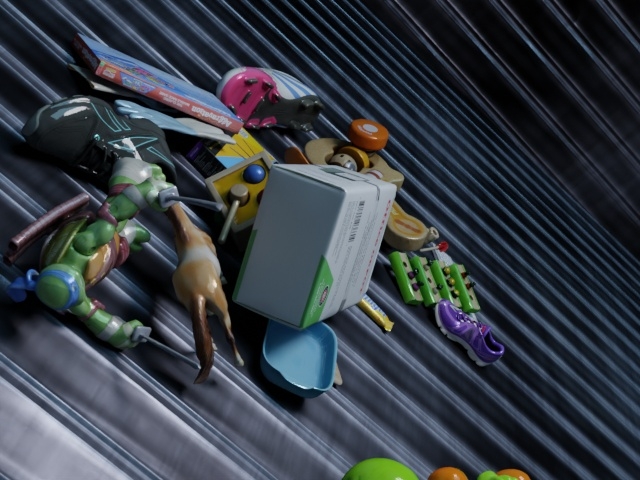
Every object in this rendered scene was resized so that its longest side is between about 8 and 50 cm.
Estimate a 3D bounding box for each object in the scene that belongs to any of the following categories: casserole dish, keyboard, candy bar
[{"bbox_3d":[-0.034,0.163,1.403,0.114,0.037,0.188,27,26,-10],"label":"casserole dish"},{"bbox_3d":[0.297,0.107,2.107,0.072,0.014,0.256,30,28,-33],"label":"keyboard"},{"bbox_3d":[0.070,0.101,1.726,0.161,0.018,0.040,45,23,-5],"label":"candy bar"}]

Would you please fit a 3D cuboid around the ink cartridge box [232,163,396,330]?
[{"bbox_3d":[0.000,0.000,1.466,0.121,0.211,0.289,20,9,16],"label":"ink cartridge box"}]

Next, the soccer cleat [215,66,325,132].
[{"bbox_3d":[-0.126,-0.290,1.931,0.143,0.116,0.331,40,16,26],"label":"soccer cleat"}]

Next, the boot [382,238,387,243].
[{"bbox_3d":[0.151,-0.032,2.060,0.106,0.037,0.114,55,20,13],"label":"boot"}]

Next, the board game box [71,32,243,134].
[{"bbox_3d":[-0.273,-0.262,1.637,0.281,0.027,0.145,20,15,-38],"label":"board game box"}]

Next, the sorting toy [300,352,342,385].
[{"bbox_3d":[-0.004,0.183,1.475,0.083,0.012,0.062,33,24,-28],"label":"sorting toy"}]

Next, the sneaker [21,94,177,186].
[{"bbox_3d":[-0.297,-0.130,1.369,0.267,0.101,0.106,5,49,-57],"label":"sneaker"}]

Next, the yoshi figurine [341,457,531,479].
[{"bbox_3d":[0.138,0.347,1.260,0.203,0.203,0.362,40,21,27],"label":"yoshi figurine"}]

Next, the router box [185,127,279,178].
[{"bbox_3d":[-0.146,-0.135,1.699,0.133,0.046,0.179,45,23,-3],"label":"router box"}]

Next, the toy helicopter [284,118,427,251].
[{"bbox_3d":[0.077,-0.097,1.889,0.235,0.140,0.355,-5,39,-34],"label":"toy helicopter"}]

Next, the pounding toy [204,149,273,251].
[{"bbox_3d":[-0.118,-0.054,1.523,0.130,0.141,0.100,58,-12,24],"label":"pounding toy"}]

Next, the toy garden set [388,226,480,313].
[{"bbox_3d":[0.232,0.040,1.990,0.244,0.049,0.204,11,52,-47],"label":"toy garden set"}]

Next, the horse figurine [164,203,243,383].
[{"bbox_3d":[-0.156,0.059,1.266,0.263,0.066,0.174,-105,178,-52],"label":"horse figurine"}]

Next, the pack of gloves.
[{"bbox_3d":[-0.282,-0.207,1.593,0.195,0.046,0.232,37,17,32],"label":"pack of gloves"}]

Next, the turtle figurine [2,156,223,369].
[{"bbox_3d":[-0.214,0.020,1.161,0.266,0.275,0.198,-90,166,-63],"label":"turtle figurine"}]

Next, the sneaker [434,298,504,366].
[{"bbox_3d":[0.297,0.171,1.911,0.170,0.071,0.068,42,45,-9],"label":"sneaker"}]
